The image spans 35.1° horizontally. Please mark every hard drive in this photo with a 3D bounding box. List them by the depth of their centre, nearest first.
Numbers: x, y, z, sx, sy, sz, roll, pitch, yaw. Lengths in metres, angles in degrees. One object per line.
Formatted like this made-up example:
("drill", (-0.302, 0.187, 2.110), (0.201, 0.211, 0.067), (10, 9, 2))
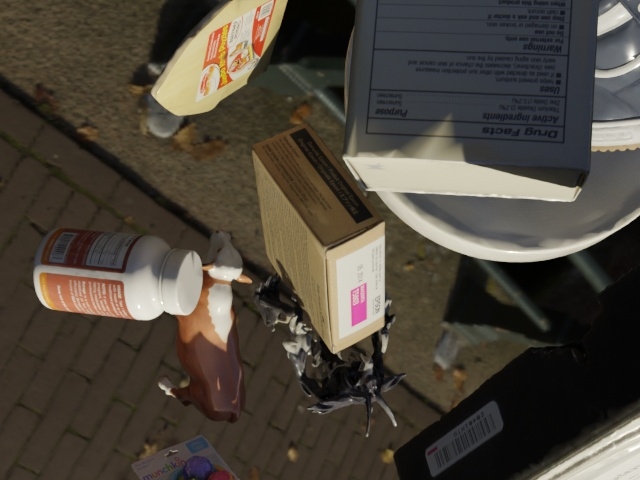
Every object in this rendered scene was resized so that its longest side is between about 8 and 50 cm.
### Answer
("hard drive", (0.241, 0.090, 0.549), (0.339, 0.237, 0.064), (3, 56, -31))

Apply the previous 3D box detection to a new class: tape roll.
("tape roll", (0.220, -0.171, 1.121), (0.072, 0.392, 0.391), (81, 30, -80))

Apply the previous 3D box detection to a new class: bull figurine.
("bull figurine", (-0.184, 0.132, 1.561), (0.101, 0.188, 0.310), (-15, 109, -38))

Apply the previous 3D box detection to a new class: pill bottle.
("pill bottle", (-0.283, 0.049, 1.430), (0.121, 0.216, 0.121), (6, 90, -74))

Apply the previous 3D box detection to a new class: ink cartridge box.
("ink cartridge box", (0.000, 0.000, 1.293), (0.088, 0.193, 0.234), (-26, 146, -16))

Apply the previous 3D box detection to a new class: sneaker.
("sneaker", (0.315, -0.163, 0.787), (0.099, 0.282, 0.153), (-56, 132, -49))

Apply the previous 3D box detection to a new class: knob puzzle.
("knob puzzle", (-0.124, -0.219, 1.169), (0.213, 0.030, 0.213), (-42, 166, -13))

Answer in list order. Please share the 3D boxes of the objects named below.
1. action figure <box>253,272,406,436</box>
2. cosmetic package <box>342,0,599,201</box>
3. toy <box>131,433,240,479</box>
("action figure", (0.016, 0.136, 1.401), (0.164, 0.275, 0.140), (-19, 137, -26))
("cosmetic package", (0.111, -0.190, 0.701), (0.113, 0.160, 0.309), (39, 56, -78))
("toy", (-0.164, 0.385, 1.528), (0.137, 0.237, 0.056), (-16, 140, -39))
